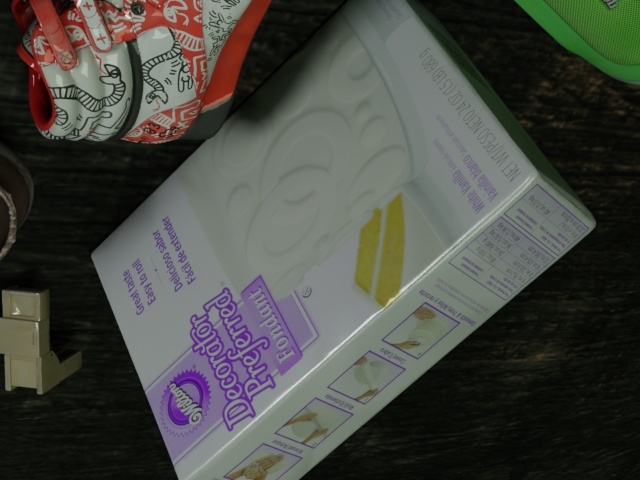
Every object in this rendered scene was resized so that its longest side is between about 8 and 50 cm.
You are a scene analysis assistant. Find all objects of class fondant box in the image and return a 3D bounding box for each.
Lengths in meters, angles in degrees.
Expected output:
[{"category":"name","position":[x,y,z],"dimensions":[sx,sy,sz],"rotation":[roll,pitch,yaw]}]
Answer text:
[{"category":"fondant box","position":[0.000,0.000,0.878],"dimensions":[0.330,0.238,0.096],"rotation":[-43,139,16]}]

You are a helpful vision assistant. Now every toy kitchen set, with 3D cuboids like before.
[{"category":"toy kitchen set","position":[-0.245,0.073,0.979],"dimensions":[0.068,0.075,0.083],"rotation":[5,102,14]}]

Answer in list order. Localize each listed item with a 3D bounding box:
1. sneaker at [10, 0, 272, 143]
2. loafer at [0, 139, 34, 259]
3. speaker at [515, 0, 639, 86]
[{"category":"sneaker","position":[-0.109,-0.169,0.748],"dimensions":[0.145,0.090,0.270],"rotation":[-6,138,-30]},{"category":"loafer","position":[-0.357,-0.001,0.744],"dimensions":[0.365,0.130,0.134],"rotation":[-3,134,-29]},{"category":"speaker","position":[0.192,-0.218,0.852],"dimensions":[0.131,0.131,0.296],"rotation":[-44,139,17]}]
